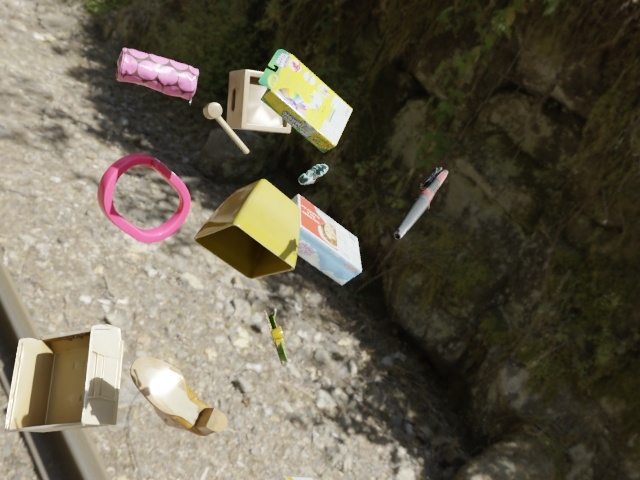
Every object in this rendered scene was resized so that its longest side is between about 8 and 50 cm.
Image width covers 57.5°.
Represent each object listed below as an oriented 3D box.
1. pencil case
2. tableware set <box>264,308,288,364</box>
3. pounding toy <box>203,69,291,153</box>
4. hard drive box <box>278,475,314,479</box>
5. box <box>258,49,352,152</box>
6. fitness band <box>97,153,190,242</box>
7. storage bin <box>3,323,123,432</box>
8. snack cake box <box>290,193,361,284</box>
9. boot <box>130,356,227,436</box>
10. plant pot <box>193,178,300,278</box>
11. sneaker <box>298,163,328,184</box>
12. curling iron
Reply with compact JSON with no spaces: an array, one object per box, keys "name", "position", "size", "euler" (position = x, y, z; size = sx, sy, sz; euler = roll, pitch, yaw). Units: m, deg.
[{"name":"pencil case","position":[-0.430,-0.432,1.536],"size":[0.209,0.095,0.098],"euler":[12,-18,-31]},{"name":"tableware set","position":[-0.078,0.177,1.076],"size":[0.154,0.024,0.104],"euler":[123,-51,-79]},{"name":"pounding toy","position":[-0.175,-0.288,1.318],"size":[0.206,0.181,0.094],"euler":[-1,11,-34]},{"name":"hard drive box","position":[-0.023,0.630,1.312],"size":[0.181,0.089,0.232],"euler":[42,-7,25]},{"name":"box","position":[-0.032,-0.255,1.063],"size":[0.179,0.043,0.105],"euler":[39,55,-23]},{"name":"fitness band","position":[-0.478,-0.112,1.595],"size":[0.054,0.209,0.291],"euler":[35,-10,34]},{"name":"storage bin","position":[-0.664,0.361,1.527],"size":[0.123,0.262,0.261],"euler":[38,45,-58]},{"name":"snack cake box","position":[0.000,0.000,1.739],"size":[0.264,0.089,0.152],"euler":[36,32,-30]},{"name":"boot","position":[-0.387,0.404,1.467],"size":[0.295,0.211,0.104],"euler":[43,54,-19]},{"name":"plant pot","position":[-0.177,-0.039,1.586],"size":[0.212,0.212,0.187],"euler":[39,56,-29]},{"name":"sneaker","position":[-0.019,-0.201,1.795],"size":[0.038,0.098,0.069],"euler":[65,7,6]},{"name":"curling iron","position":[0.215,-0.079,1.244],"size":[0.035,0.068,0.274],"euler":[39,43,-3]}]
